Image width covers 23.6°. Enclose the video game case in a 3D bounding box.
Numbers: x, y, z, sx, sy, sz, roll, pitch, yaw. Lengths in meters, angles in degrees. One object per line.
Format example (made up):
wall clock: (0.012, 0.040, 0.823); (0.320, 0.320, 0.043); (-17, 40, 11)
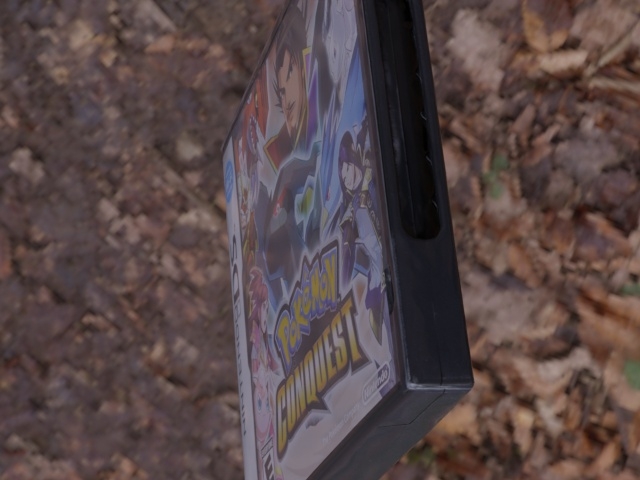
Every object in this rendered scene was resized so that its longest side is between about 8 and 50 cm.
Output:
video game case: (0.000, 0.000, 0.752); (0.035, 0.248, 0.275); (2, 155, -15)
